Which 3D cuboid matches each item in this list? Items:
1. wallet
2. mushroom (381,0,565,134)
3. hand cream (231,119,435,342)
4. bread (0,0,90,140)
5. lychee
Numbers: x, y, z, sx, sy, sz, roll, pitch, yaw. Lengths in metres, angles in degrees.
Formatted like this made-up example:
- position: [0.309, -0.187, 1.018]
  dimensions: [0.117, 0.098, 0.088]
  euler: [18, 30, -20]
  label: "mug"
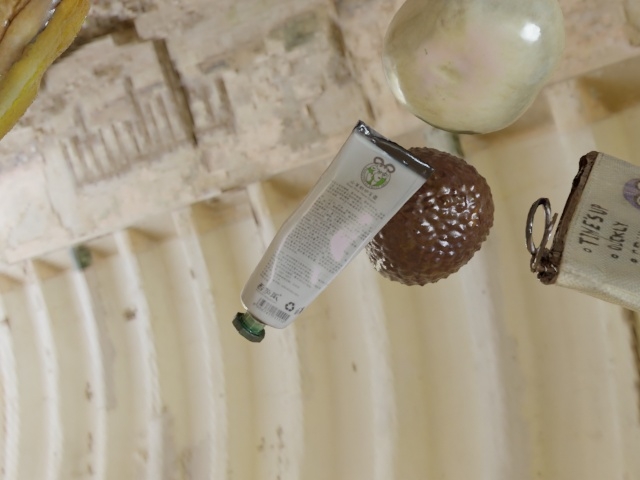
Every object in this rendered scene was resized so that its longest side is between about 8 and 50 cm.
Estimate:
- position: [0.340, 0.002, 1.016]
  dimensions: [0.275, 0.068, 0.335]
  euler: [24, -152, 11]
  label: "wallet"
- position: [0.222, -0.285, 1.551]
  dimensions: [0.260, 0.254, 0.234]
  euler: [2, -148, 18]
  label: "mushroom"
- position: [0.000, 0.000, 1.432]
  dimensions: [0.336, 0.121, 0.076]
  euler: [-51, -160, 17]
  label: "hand cream"
- position: [-0.480, -0.278, 1.314]
  dimensions: [0.337, 0.328, 0.148]
  euler: [-56, 178, -2]
  label: "bread"
- position: [0.184, -0.044, 1.932]
  dimensions: [0.261, 0.260, 0.260]
  euler: [-17, -177, 1]
  label: "lychee"
